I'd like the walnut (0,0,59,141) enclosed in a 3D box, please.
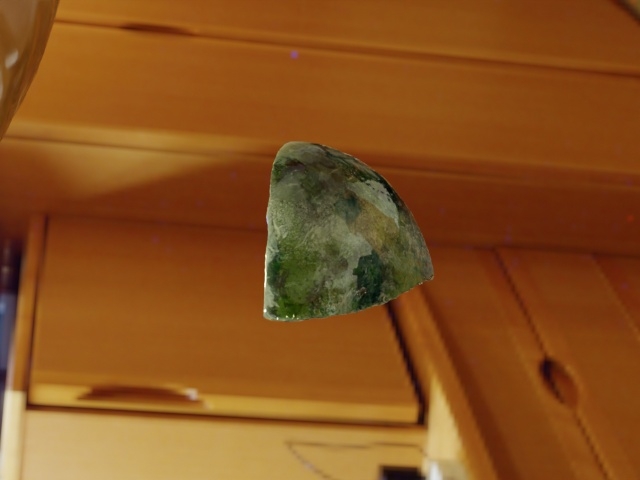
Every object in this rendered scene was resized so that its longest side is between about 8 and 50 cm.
[{"bbox_3d":[-0.164,-0.087,0.338,0.221,0.195,0.195,64,-165,-44],"label":"walnut"}]

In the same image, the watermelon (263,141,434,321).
[{"bbox_3d":[0.000,0.000,0.619,0.061,0.085,0.085,123,151,-54],"label":"watermelon"}]
